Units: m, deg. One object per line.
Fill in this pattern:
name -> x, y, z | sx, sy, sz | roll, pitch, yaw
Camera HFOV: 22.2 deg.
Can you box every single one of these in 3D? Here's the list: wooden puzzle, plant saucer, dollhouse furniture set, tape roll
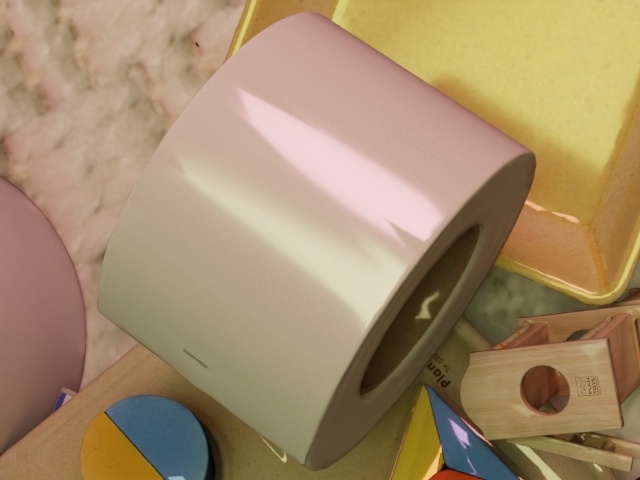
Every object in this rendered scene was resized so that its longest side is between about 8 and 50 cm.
wooden puzzle -> -0.021, 0.171, 1.136 | 0.348, 0.080, 0.322 | -41, 71, -9
plant saucer -> 0.122, -0.163, 1.167 | 0.333, 0.081, 0.333 | 22, 96, 18
dollhouse furniture set -> 0.180, 0.130, 1.106 | 0.101, 0.182, 0.161 | -8, 96, 25
tape roll -> 0.000, 0.000, 1.037 | 0.169, 0.246, 0.246 | 36, 96, 15

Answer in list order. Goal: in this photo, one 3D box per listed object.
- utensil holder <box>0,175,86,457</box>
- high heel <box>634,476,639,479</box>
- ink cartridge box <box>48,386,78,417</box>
utensil holder -> -0.377, 0.064, 1.140 | 0.328, 0.385, 0.327 | -1, 87, 15
high heel -> 0.238, 0.274, 1.066 | 0.186, 0.093, 0.261 | -9, 54, 49
ink cartridge box -> -0.108, 0.306, 1.218 | 0.307, 0.072, 0.303 | 24, 93, 18
